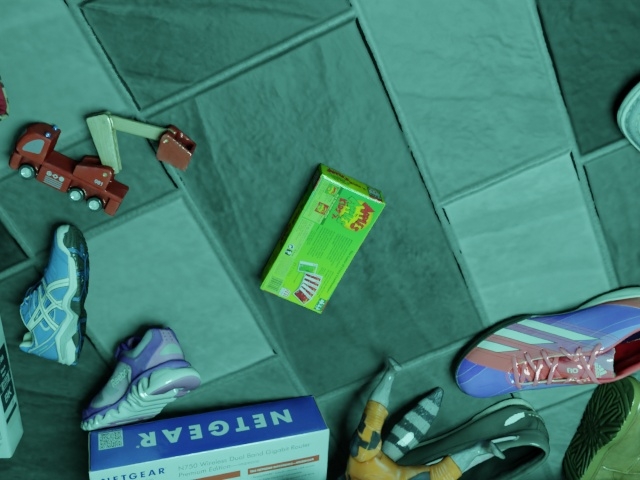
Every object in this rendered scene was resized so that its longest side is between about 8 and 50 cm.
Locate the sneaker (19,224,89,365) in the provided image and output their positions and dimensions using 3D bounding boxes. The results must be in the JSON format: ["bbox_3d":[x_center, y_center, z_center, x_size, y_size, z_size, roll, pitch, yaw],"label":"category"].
[{"bbox_3d":[-0.352,0.076,0.891,0.081,0.080,0.211,9,114,-11],"label":"sneaker"}]

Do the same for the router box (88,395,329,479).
[{"bbox_3d":[-0.160,0.401,1.018,0.335,0.082,0.301,-5,117,-17],"label":"router box"}]

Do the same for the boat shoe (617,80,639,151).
[{"bbox_3d":[0.516,-0.105,0.840,0.320,0.103,0.118,28,111,-16],"label":"boat shoe"}]

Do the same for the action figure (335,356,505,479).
[{"bbox_3d":[0.110,0.384,0.969,0.341,0.178,0.330,39,95,-5],"label":"action figure"}]

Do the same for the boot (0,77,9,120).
[{"bbox_3d":[-0.536,-0.231,0.696,0.284,0.138,0.378,-17,120,6],"label":"boot"}]

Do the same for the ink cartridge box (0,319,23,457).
[{"bbox_3d":[-0.524,0.158,0.930,0.165,0.065,0.333,2,117,-4],"label":"ink cartridge box"}]

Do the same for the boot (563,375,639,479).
[{"bbox_3d":[0.549,0.315,1.063,0.269,0.089,0.236,9,128,-6],"label":"boot"}]

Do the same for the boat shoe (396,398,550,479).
[{"bbox_3d":[0.204,0.368,1.058,0.335,0.095,0.112,-37,113,14],"label":"boat shoe"}]

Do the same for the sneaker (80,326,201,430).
[{"bbox_3d":[-0.263,0.196,0.956,0.236,0.105,0.095,-36,156,33],"label":"sneaker"}]

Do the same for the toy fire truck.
[{"bbox_3d":[-0.265,-0.106,0.825,0.192,0.047,0.135,27,111,-15],"label":"toy fire truck"}]

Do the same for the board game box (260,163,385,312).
[{"bbox_3d":[0.000,0.000,0.894,0.092,0.043,0.181,23,113,-15],"label":"board game box"}]

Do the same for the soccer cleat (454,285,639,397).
[{"bbox_3d":[0.346,0.161,0.953,0.318,0.116,0.109,-19,116,6],"label":"soccer cleat"}]
